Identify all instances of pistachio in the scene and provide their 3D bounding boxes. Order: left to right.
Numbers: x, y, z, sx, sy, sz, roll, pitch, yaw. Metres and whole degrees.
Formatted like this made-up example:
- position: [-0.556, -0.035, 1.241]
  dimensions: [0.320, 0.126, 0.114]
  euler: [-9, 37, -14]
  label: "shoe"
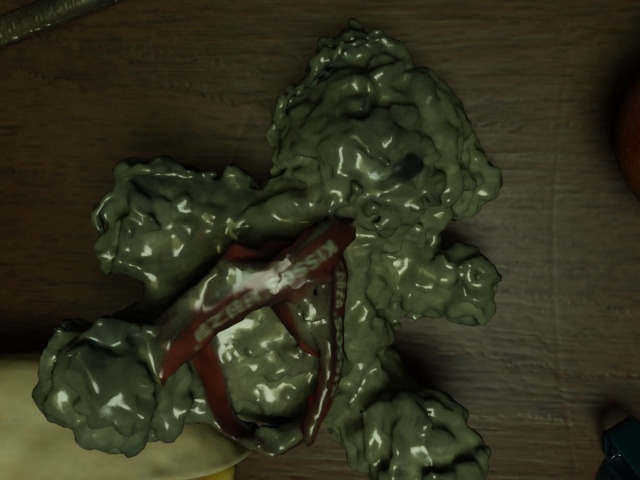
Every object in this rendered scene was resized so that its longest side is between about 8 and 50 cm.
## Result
- position: [-0.211, 0.199, 0.581]
  dimensions: [0.299, 0.187, 0.187]
  euler: [10, 98, -1]
  label: "pistachio"

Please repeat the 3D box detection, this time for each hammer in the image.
- position: [-0.245, -0.218, 0.611]
  dimensions: [0.297, 0.027, 0.125]
  euler: [-20, 95, 6]
  label: "hammer"

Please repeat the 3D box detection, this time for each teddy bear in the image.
- position: [0.000, 0.000, 0.533]
  dimensions: [0.357, 0.224, 0.367]
  euler: [18, 97, -12]
  label: "teddy bear"

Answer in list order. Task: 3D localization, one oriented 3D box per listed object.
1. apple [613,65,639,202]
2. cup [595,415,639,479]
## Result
- position: [0.338, -0.081, 0.520]
  dimensions: [0.201, 0.162, 0.201]
  euler: [0, 87, 10]
  label: "apple"
- position: [0.315, 0.241, 0.561]
  dimensions: [0.131, 0.155, 0.176]
  euler: [-36, 95, 8]
  label: "cup"
